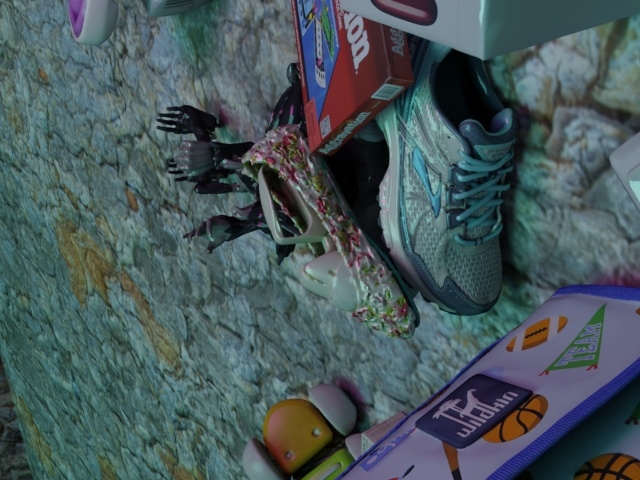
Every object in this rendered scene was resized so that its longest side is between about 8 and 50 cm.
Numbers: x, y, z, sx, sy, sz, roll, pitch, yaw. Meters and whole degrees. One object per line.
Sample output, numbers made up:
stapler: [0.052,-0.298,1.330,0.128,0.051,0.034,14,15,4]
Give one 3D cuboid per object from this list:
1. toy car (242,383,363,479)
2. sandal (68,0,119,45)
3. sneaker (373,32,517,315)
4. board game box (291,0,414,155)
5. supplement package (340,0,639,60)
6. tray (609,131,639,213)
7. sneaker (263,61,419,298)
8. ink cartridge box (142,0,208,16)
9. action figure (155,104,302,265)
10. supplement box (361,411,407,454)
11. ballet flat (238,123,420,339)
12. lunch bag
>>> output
toy car: [0.004,0.286,1.262,0.182,0.159,0.136,51,180,27]
sandal: [-0.285,-0.436,1.135,0.169,0.102,0.416,17,108,62]
sneaker: [0.117,-0.065,0.876,0.122,0.110,0.282,-2,107,55]
board game box: [0.016,-0.234,0.900,0.145,0.027,0.281,-37,55,54]
supplement package: [0.132,-0.274,0.624,0.145,0.204,0.261,32,133,45]
tray: [0.305,-0.051,0.661,0.145,0.030,0.270,62,149,9]
sneaker: [0.027,-0.061,1.013,0.153,0.101,0.268,5,107,48]
ink cartridge box: [-0.204,-0.503,1.131,0.385,0.091,0.308,60,148,12]
action figure: [-0.111,-0.063,1.209,0.276,0.141,0.164,37,136,47]
supplement box: [0.101,0.247,1.138,0.098,0.062,0.036,35,138,44]
ballet flat: [0.000,0.000,0.923,0.241,0.077,0.091,58,157,17]
lunch bag: [0.195,0.219,0.678,0.385,0.328,0.239,38,160,45]
